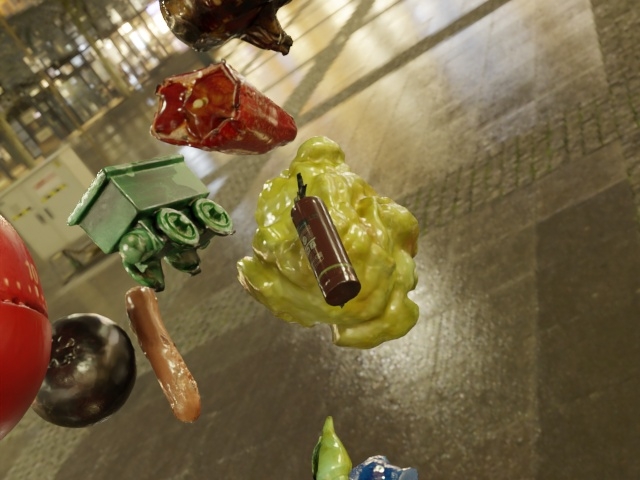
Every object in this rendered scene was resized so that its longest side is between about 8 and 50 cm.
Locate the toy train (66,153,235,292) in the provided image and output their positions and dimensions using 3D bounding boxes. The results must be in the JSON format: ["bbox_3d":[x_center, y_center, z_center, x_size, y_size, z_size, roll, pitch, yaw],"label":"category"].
[{"bbox_3d":[-0.281,-0.032,1.448,0.145,0.202,0.266,-47,-9,25],"label":"toy train"}]

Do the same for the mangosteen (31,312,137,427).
[{"bbox_3d":[-0.465,0.267,1.649,0.228,0.265,0.228,-5,62,9],"label":"mangosteen"}]

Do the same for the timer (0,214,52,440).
[{"bbox_3d":[-0.470,0.108,0.838,0.378,0.279,0.378,-14,-15,-4],"label":"timer"}]

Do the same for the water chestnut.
[{"bbox_3d":[-0.150,-0.444,1.473,0.300,0.300,0.300,-32,18,12],"label":"water chestnut"}]

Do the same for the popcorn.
[{"bbox_3d":[0.019,0.003,1.120,0.235,0.242,0.250,-13,47,18],"label":"popcorn"}]

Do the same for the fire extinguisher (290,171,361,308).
[{"bbox_3d":[0.000,0.000,0.913,0.043,0.064,0.158,-13,51,-12],"label":"fire extinguisher"}]

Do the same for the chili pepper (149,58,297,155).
[{"bbox_3d":[-0.124,-0.164,1.183,0.144,0.136,0.252,-44,-21,13],"label":"chili pepper"}]

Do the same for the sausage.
[{"bbox_3d":[-0.320,0.227,1.679,0.078,0.304,0.078,-26,-15,-8],"label":"sausage"}]

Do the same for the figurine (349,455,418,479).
[{"bbox_3d":[0.104,0.573,1.949,0.262,0.121,0.164,-22,33,42],"label":"figurine"}]

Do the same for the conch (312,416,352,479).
[{"bbox_3d":[0.019,0.470,1.735,0.095,0.079,0.201,-55,24,19],"label":"conch"}]
